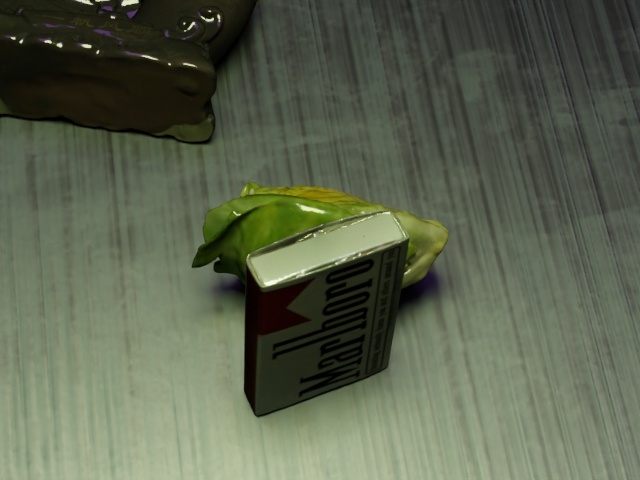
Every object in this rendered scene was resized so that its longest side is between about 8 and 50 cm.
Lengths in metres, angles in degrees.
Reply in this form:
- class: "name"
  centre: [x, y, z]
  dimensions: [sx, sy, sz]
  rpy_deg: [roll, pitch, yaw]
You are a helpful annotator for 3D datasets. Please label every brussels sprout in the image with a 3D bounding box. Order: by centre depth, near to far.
- class: "brussels sprout"
  centre: [0.001, 0.003, 1.398]
  dimensions: [0.181, 0.139, 0.100]
  rpy_deg: [18, 79, -5]

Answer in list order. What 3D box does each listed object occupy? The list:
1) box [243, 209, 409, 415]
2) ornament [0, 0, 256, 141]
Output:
- class: "box"
  centre: [0.000, 0.054, 1.334]
  dimensions: [0.115, 0.177, 0.036]
  rpy_deg: [-18, 58, -16]
- class: "ornament"
  centre: [-0.170, -0.214, 1.570]
  dimensions: [0.251, 0.106, 0.260]
  rpy_deg: [8, 50, 0]
